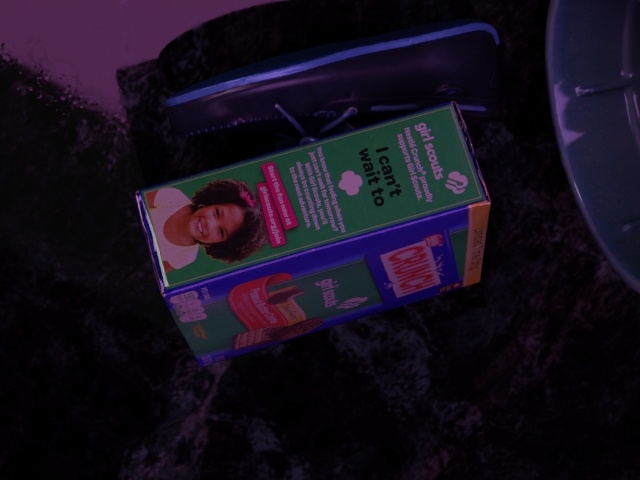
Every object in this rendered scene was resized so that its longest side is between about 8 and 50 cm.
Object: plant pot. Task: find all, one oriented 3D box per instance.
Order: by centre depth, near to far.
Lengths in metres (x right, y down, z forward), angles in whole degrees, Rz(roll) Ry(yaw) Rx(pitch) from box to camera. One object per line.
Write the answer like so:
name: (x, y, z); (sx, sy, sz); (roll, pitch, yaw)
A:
plant pot: (0.443, -0.147, 1.691); (0.334, 0.341, 0.341); (-14, 115, -11)

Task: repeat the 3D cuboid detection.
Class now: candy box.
candy box: (0.000, 0.000, 1.694); (0.317, 0.268, 0.122); (-18, 72, -2)

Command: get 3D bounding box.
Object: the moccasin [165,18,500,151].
moccasin: (0.021, -0.134, 1.707); (0.342, 0.138, 0.117); (-12, 103, -3)
